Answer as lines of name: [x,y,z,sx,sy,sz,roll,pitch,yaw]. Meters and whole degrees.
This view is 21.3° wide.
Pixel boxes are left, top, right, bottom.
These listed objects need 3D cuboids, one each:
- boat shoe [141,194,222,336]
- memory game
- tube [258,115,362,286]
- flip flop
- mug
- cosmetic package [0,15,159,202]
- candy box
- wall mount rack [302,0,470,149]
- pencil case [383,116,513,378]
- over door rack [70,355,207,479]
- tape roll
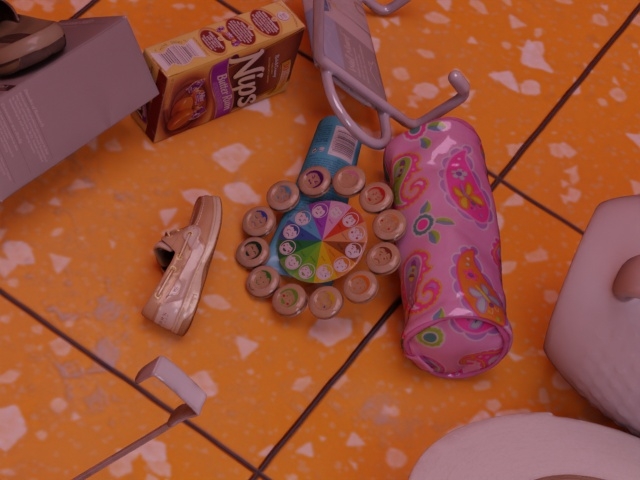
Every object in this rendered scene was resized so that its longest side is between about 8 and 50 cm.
boat shoe: [-0.143,0.016,1.745,0.059,0.063,0.170,19,51,-9]
memory game: [0.000,0.000,1.777,0.186,0.012,0.186,-8,58,13]
tube: [-0.001,-0.043,1.844,0.080,0.052,0.207,11,55,9]
flip flop: [-0.372,-0.224,1.782,0.277,0.080,0.112,10,42,47]
mug: [0.397,0.085,1.660,0.328,0.374,0.276,21,84,13]
cosmetic package: [-0.298,-0.139,1.766,0.127,0.107,0.238,3,36,44]
candy box: [-0.113,-0.188,1.883,0.186,0.109,0.053,-26,64,-31]
wall mount rack: [0.032,-0.285,1.904,0.304,0.130,0.350,34,32,-41]
pencil case: [0.130,0.005,1.803,0.124,0.124,0.284,5,51,-12]
over door rack: [-0.190,0.276,1.370,0.108,0.324,0.239,29,48,-12]
tape roll: [0.250,0.305,1.527,0.392,0.072,0.392,12,33,-8]
